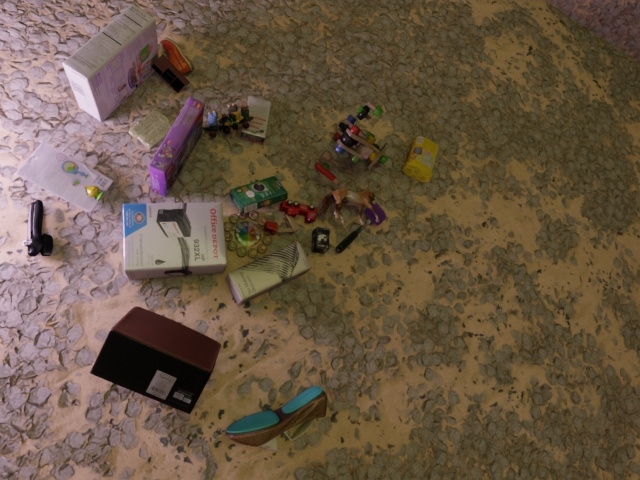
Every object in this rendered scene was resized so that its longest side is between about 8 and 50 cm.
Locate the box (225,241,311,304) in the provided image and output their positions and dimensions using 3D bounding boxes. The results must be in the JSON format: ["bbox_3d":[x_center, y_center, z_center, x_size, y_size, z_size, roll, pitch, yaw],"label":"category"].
[{"bbox_3d":[-0.179,0.113,1.493,0.275,0.094,0.113,-26,83,-24],"label":"box"}]

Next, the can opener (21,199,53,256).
[{"bbox_3d":[-0.882,-0.037,1.335,0.059,0.073,0.186,-20,74,16],"label":"can opener"}]

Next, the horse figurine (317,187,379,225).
[{"bbox_3d":[0.114,-0.140,1.658,0.264,0.066,0.174,3,57,-20],"label":"horse figurine"}]

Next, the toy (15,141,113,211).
[{"bbox_3d":[-0.822,-0.197,1.398,0.237,0.056,0.136,29,63,-13],"label":"toy"}]

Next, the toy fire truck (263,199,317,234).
[{"bbox_3d":[-0.108,-0.079,1.596,0.192,0.047,0.135,11,67,-18],"label":"toy fire truck"}]

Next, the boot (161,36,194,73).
[{"bbox_3d":[-0.566,-0.700,1.643,0.085,0.059,0.158,-41,90,-20],"label":"boot"}]

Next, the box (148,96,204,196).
[{"bbox_3d":[-0.486,-0.315,1.468,0.057,0.201,0.293,25,67,-10],"label":"box"}]

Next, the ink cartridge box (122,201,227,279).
[{"bbox_3d":[-0.473,-0.001,1.411,0.308,0.129,0.223,-3,74,-19],"label":"ink cartridge box"}]

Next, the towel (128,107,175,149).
[{"bbox_3d":[-0.599,-0.402,1.553,0.110,0.027,0.148,40,64,-4],"label":"towel"}]

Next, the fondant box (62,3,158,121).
[{"bbox_3d":[-0.694,-0.598,1.467,0.096,0.238,0.330,35,66,-4],"label":"fondant box"}]

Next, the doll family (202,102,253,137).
[{"bbox_3d":[-0.347,-0.442,1.610,0.193,0.076,0.111,-16,69,21],"label":"doll family"}]

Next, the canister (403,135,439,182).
[{"bbox_3d":[0.437,-0.352,1.858,0.126,0.073,0.169,26,66,-9],"label":"canister"}]

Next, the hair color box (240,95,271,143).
[{"bbox_3d":[-0.252,-0.469,1.676,0.093,0.053,0.167,12,68,-14],"label":"hair color box"}]

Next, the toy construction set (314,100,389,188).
[{"bbox_3d":[0.151,-0.337,1.698,0.237,0.257,0.308,38,86,-17],"label":"toy construction set"}]

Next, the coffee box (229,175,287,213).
[{"bbox_3d":[-0.224,-0.167,1.571,0.184,0.040,0.113,-23,51,-24],"label":"coffee box"}]

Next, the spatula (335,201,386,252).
[{"bbox_3d":[0.158,-0.045,1.689,0.084,0.030,0.296,48,65,-2],"label":"spatula"}]

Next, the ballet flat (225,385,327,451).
[{"bbox_3d":[-0.124,0.586,1.368,0.343,0.116,0.124,-18,99,-26],"label":"ballet flat"}]

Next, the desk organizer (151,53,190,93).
[{"bbox_3d":[-0.557,-0.616,1.599,0.130,0.047,0.050,45,67,-26],"label":"desk organizer"}]

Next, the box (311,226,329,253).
[{"bbox_3d":[0.000,0.000,1.605,0.052,0.062,0.083,8,70,-18],"label":"box"}]

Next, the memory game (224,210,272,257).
[{"bbox_3d":[-0.261,-0.025,1.554,0.186,0.012,0.186,6,71,-17],"label":"memory game"}]

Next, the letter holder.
[{"bbox_3d":[-0.480,0.348,1.304,0.302,0.214,0.152,27,99,-9],"label":"letter holder"}]
